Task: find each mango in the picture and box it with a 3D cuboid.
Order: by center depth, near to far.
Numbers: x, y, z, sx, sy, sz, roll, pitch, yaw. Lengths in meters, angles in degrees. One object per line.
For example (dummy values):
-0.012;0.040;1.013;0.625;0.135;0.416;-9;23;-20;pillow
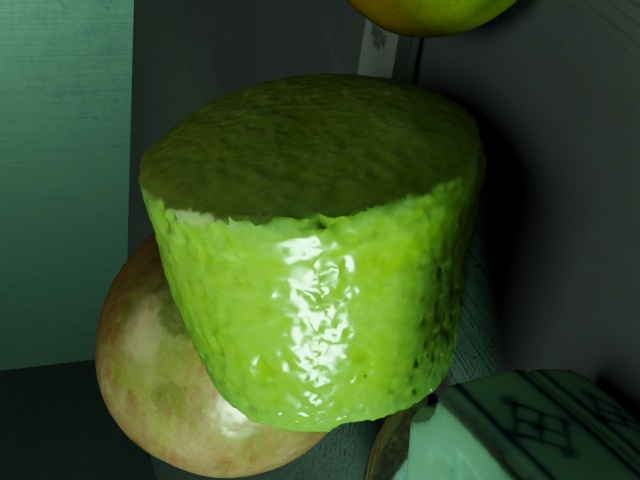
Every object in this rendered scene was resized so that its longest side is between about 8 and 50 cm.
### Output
0.101;-0.285;1.013;0.317;0.119;0.176;25;123;53;mango

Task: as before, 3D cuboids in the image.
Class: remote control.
0.076;-0.202;1.226;0.103;0.034;0.250;-122;34;-53;remote control

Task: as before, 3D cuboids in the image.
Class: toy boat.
0.089;0.312;1.230;0.293;0.111;0.276;-130;45;-75;toy boat

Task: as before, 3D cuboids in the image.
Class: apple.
-0.125;0.126;1.410;0.364;0.364;0.363;175;90;-71;apple

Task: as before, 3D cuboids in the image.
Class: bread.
0.000;0.000;1.089;0.348;0.348;0.307;-123;23;-54;bread

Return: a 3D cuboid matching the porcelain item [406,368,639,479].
0.187;0.267;0.839;0.281;0.157;0.285;-140;49;-61;porcelain item
